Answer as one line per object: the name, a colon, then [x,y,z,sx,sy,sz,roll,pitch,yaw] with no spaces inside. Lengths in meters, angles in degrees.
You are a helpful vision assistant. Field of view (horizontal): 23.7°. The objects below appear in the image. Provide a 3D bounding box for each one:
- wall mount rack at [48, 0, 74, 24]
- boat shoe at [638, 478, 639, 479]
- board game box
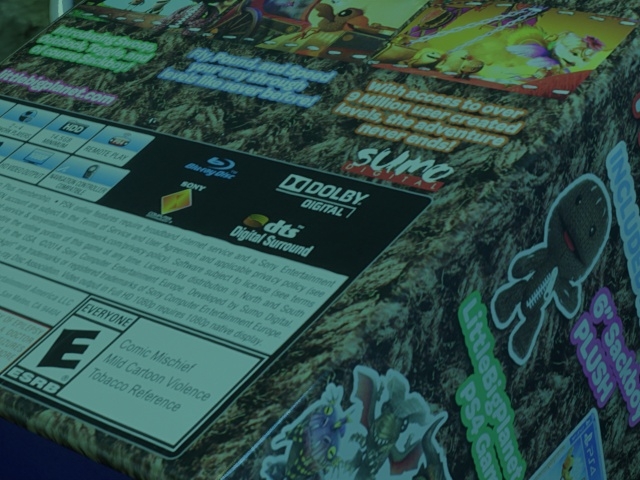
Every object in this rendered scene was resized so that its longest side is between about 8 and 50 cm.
wall mount rack: [-0.051,-0.238,0.831,0.304,0.130,0.350,28,90,29]
boat shoe: [0.031,0.145,0.514,0.285,0.092,0.103,-35,30,-19]
board game box: [0.000,0.000,0.516,0.232,0.141,0.291,16,48,41]
